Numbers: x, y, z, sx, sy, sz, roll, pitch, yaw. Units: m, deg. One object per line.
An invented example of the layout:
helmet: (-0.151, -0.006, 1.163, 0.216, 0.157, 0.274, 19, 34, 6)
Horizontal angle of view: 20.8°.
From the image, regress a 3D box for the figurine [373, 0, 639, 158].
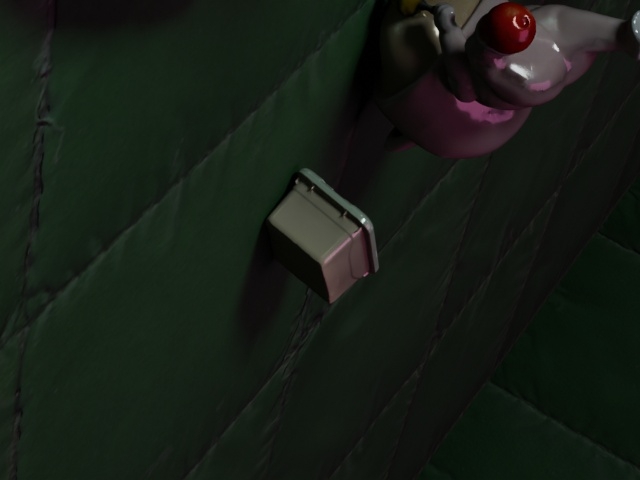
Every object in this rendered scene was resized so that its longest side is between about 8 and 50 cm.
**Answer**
figurine: (0.146, -0.173, 1.524, 0.176, 0.186, 0.287, -44, -165, -20)

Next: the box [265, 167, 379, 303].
box: (0.000, 0.000, 1.564, 0.062, 0.089, 0.122, -46, 161, -14)
